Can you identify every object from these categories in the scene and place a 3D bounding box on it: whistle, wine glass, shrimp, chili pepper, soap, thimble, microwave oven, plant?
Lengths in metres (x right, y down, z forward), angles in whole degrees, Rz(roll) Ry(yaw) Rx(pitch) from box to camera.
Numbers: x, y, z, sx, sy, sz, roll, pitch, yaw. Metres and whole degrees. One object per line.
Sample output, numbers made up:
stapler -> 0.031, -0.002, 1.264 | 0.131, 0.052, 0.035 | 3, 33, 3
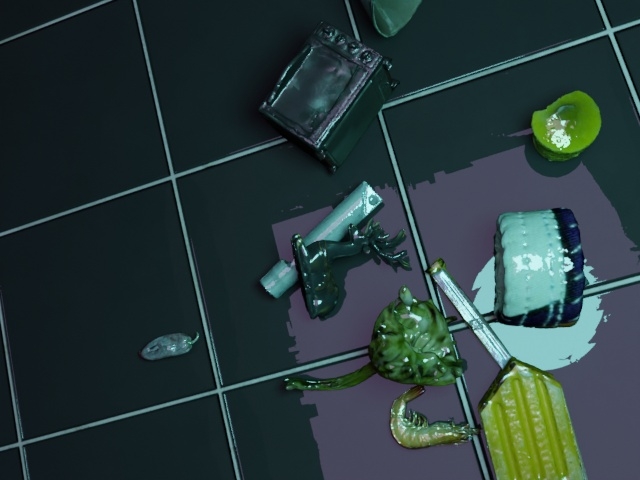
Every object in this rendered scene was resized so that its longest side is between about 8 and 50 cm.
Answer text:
whistle -> 0.000, 0.000, 1.386 | 0.312, 0.062, 0.062 | -43, 75, 3
wine glass -> 0.024, -0.639, 1.391 | 0.406, 0.267, 0.267 | 32, 89, 20
shrimp -> 0.224, 0.349, 1.297 | 0.178, 0.034, 0.124 | -12, 72, 16
chili pepper -> -0.339, 0.234, 1.438 | 0.153, 0.041, 0.050 | -12, 37, 11
soap -> 0.386, 0.350, 1.222 | 0.160, 0.080, 0.258 | -14, 84, 9
thimble -> 0.399, 0.046, 1.211 | 0.150, 0.237, 0.237 | -1, 81, 9
microwave oven -> 0.018, -0.297, 1.363 | 0.178, 0.188, 0.247 | 35, 90, 15
plant -> 0.120, 0.220, 1.311 | 0.333, 0.251, 0.180 | -23, 52, 45

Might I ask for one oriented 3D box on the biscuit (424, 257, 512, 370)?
biscuit -> 0.311, 0.161, 1.307 | 0.048, 0.026, 0.292 | -36, 77, 6

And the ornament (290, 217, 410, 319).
ornament -> 0.072, 0.056, 1.342 | 0.236, 0.080, 0.202 | -15, 116, -7

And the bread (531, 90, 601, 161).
bread -> 0.481, -0.216, 1.282 | 0.129, 0.114, 0.111 | -22, 78, 8
